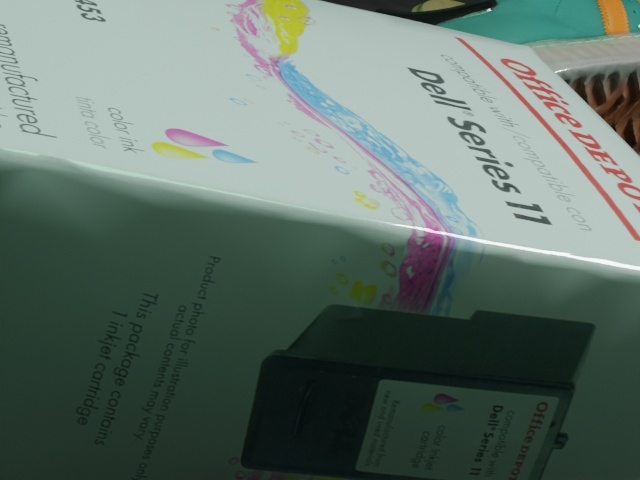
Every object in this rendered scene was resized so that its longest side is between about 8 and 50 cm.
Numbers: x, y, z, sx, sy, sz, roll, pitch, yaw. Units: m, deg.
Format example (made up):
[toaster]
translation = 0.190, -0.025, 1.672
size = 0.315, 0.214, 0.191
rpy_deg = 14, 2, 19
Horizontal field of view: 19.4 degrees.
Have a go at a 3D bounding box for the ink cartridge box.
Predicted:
[ink cartridge box]
translation = 0.000, 0.000, 0.639
size = 0.353, 0.119, 0.207
rpy_deg = 10, 25, -24

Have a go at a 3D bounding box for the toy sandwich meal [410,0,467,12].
[toy sandwich meal]
translation = 0.084, -0.111, 1.079
size = 0.085, 0.029, 0.085
rpy_deg = 18, 28, -10

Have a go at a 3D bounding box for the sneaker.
[sneaker]
translation = 0.145, -0.094, 0.986
size = 0.302, 0.108, 0.121
rpy_deg = -6, 39, -45
